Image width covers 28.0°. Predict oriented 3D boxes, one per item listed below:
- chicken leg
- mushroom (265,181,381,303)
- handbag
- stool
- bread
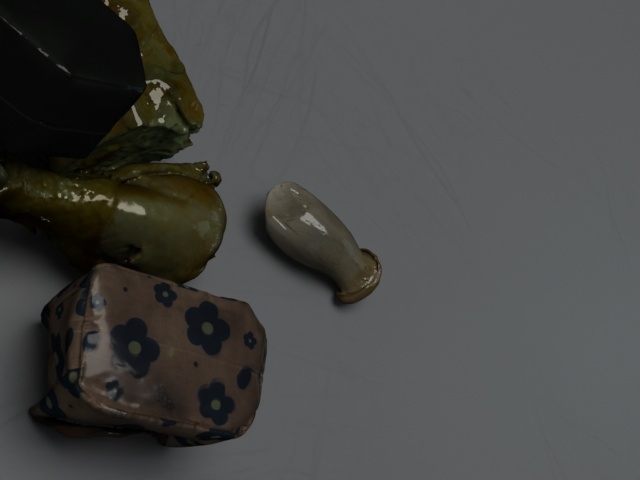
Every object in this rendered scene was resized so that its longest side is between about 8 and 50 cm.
[{"bbox_3d":[-0.284,-0.042,1.556,0.429,0.201,0.153,20,20,-46],"label":"chicken leg"},{"bbox_3d":[-0.001,0.001,1.839,0.212,0.088,0.097,38,19,-23],"label":"mushroom"},{"bbox_3d":[-0.216,0.153,1.535,0.251,0.193,0.190,19,64,-31],"label":"handbag"},{"bbox_3d":[-0.318,-0.205,1.446,0.232,0.141,0.232,34,26,-19],"label":"stool"},{"bbox_3d":[-0.292,-0.212,1.662,0.196,0.238,0.252,15,55,-76],"label":"bread"}]
